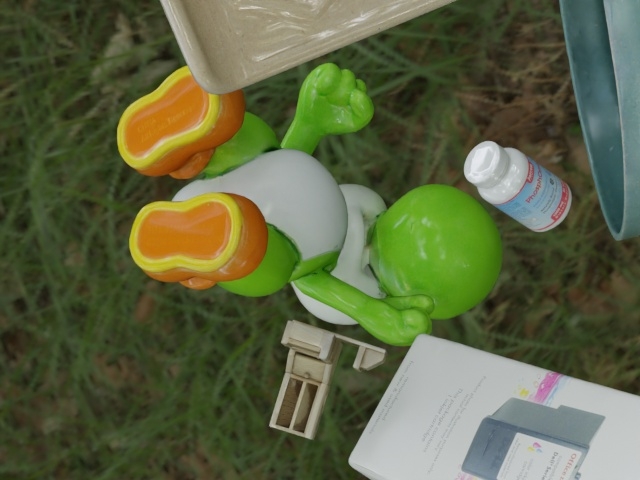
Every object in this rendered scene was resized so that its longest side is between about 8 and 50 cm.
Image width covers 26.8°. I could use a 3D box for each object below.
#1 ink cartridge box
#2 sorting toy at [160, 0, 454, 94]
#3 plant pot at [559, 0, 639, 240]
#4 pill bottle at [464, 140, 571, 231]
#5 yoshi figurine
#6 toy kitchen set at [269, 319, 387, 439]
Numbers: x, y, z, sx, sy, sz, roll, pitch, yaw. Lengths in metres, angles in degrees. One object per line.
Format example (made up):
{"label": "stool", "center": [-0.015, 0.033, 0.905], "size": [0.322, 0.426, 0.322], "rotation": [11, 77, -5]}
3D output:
{"label": "ink cartridge box", "center": [0.200, 0.185, 0.880], "size": [0.207, 0.119, 0.353], "rotation": [38, 168, -28]}
{"label": "sorting toy", "center": [-0.001, -0.192, 0.639], "size": [0.193, 0.208, 0.038], "rotation": [67, 166, -5]}
{"label": "plant pot", "center": [0.273, -0.160, 0.906], "size": [0.196, 0.293, 0.293], "rotation": [-10, 100, 7]}
{"label": "pill bottle", "center": [0.283, -0.080, 1.938], "size": [0.087, 0.160, 0.087], "rotation": [-28, 48, 36]}
{"label": "yoshi figurine", "center": [0.022, -0.015, 1.053], "size": [0.203, 0.362, 0.203], "rotation": [35, 97, 35]}
{"label": "toy kitchen set", "center": [0.004, 0.103, 0.936], "size": [0.068, 0.083, 0.075], "rotation": [16, 82, 8]}
